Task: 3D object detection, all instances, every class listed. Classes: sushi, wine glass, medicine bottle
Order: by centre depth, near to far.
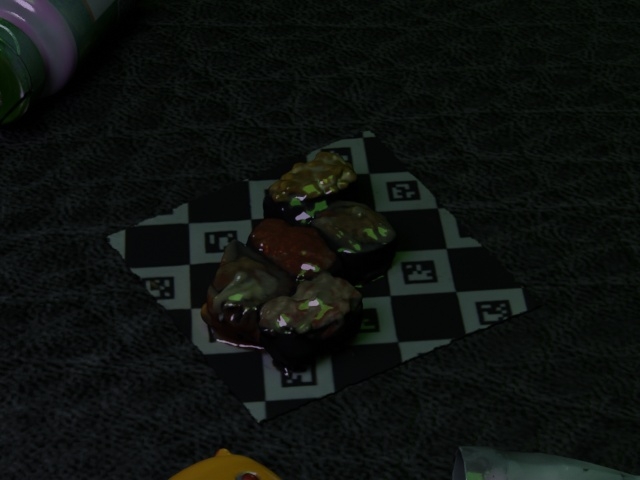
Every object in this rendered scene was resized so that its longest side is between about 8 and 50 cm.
[{"bbox_3d":[0.174,0.179,1.124,0.155,0.073,0.073,-3,40,-2],"label":"wine glass"},{"bbox_3d":[0.000,0.000,1.353,0.292,0.059,0.294,-22,44,-24],"label":"sushi"},{"bbox_3d":[-0.278,-0.232,1.576,0.133,0.133,0.274,13,43,16],"label":"medicine bottle"}]

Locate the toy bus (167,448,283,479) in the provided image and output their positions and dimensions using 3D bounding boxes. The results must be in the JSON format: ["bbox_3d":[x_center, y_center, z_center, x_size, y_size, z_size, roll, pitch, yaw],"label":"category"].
[{"bbox_3d":[-0.036,0.235,1.014,0.126,0.136,0.209,-26,45,-27],"label":"toy bus"}]
